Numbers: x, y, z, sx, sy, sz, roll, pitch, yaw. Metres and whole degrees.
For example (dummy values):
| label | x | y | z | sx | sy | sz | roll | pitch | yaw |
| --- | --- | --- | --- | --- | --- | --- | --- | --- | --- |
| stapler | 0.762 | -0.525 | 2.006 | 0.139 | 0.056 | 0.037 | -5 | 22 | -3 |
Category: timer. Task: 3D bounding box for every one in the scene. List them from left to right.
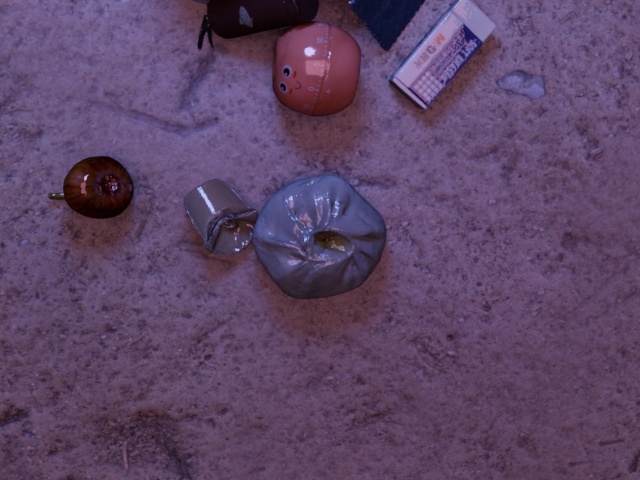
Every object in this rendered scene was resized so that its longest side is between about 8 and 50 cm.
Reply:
| label | x | y | z | sx | sy | sz | roll | pitch | yaw |
| --- | --- | --- | --- | --- | --- | --- | --- | --- | --- |
| timer | -0.014 | -0.422 | 1.727 | 0.215 | 0.229 | 0.229 | 8 | 101 | -4 |

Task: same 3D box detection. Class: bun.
| label | x | y | z | sx | sy | sz | roll | pitch | yaw |
| --- | --- | --- | --- | --- | --- | --- | --- | --- | --- |
| bun | -0.002 | 0.006 | 1.820 | 0.355 | 0.194 | 0.354 | -2 | 105 | -9 |

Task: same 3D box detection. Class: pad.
| label | x | y | z | sx | sy | sz | roll | pitch | yaw |
| --- | --- | --- | --- | --- | --- | --- | --- | --- | --- |
| pad | 0.196 | -0.621 | 1.703 | 0.012 | 0.269 | 0.269 | 41 | 100 | 26 |

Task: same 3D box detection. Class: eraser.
| label | x | y | z | sx | sy | sz | roll | pitch | yaw |
| --- | --- | --- | --- | --- | --- | --- | --- | --- | --- |
| eraser | 0.313 | -0.483 | 1.807 | 0.124 | 0.081 | 0.279 | 39 | 97 | -10 |

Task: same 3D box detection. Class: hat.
| label | x | y | z | sx | sy | sz | roll | pitch | yaw |
| --- | --- | --- | --- | --- | --- | --- | --- | --- | --- |
| hat | -0.267 | -0.062 | 1.876 | 0.166 | 0.144 | 0.173 | -33 | 57 | -11 |

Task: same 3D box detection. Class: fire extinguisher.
| label | x | y | z | sx | sy | sz | roll | pitch | yaw |
| --- | --- | --- | --- | --- | --- | --- | --- | --- | --- |
| fire extinguisher | -0.172 | -0.554 | 1.707 | 0.337 | 0.114 | 0.135 | 1 | 88 | 34 |

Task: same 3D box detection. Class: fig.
| label | x | y | z | sx | sy | sz | roll | pitch | yaw |
| --- | --- | --- | --- | --- | --- | --- | --- | --- | --- |
| fig | -0.586 | -0.132 | 1.808 | 0.175 | 0.207 | 0.175 | 5 | 81 | -35 |

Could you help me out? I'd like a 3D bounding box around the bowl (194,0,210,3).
| label | x | y | z | sx | sy | sz | roll | pitch | yaw |
| --- | --- | --- | --- | --- | --- | --- | --- | --- | --- |
| bowl | -0.286 | -0.688 | 1.732 | 0.189 | 0.086 | 0.189 | -1 | 102 | -3 |
